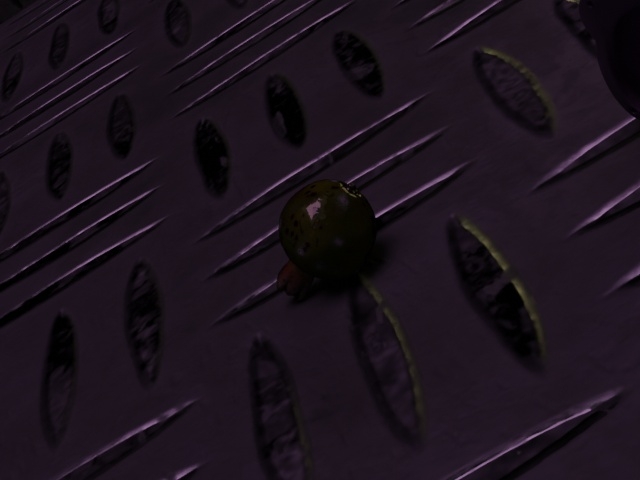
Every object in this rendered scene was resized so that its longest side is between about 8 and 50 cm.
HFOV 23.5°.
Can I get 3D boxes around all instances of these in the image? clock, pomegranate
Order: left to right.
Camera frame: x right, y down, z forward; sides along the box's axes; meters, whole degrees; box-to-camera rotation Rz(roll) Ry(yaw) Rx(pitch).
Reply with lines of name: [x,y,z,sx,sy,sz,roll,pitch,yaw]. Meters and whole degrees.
pomegranate: [0.000,-0.004,1.055,0.084,0.073,0.073,-34,18,42]
clock: [0.235,-0.129,0.928,0.152,0.110,0.050,-2,42,51]
